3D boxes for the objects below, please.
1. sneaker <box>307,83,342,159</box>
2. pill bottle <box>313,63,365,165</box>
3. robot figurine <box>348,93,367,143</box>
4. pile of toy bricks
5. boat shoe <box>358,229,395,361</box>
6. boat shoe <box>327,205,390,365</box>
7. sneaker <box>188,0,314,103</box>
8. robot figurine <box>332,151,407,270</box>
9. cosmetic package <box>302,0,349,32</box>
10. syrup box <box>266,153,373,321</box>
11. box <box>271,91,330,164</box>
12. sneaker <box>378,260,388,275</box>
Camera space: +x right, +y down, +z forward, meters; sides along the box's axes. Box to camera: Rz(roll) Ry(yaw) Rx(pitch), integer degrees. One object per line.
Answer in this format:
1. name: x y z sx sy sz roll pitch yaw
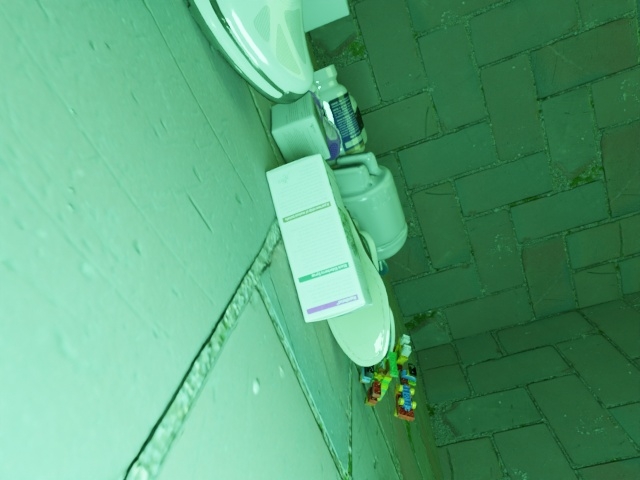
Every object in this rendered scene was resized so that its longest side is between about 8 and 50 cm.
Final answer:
1. sneaker: -0.015 -0.295 1.114 0.236 0.095 0.105 56 26 -44
2. pill bottle: 0.025 -0.370 1.245 0.153 0.153 0.265 -84 155 -66
3. robot figurine: 0.085 -0.456 1.680 0.209 0.173 0.278 33 -22 44
4. pile of toy bricks: 0.133 0.294 0.879 0.212 0.118 0.105 -78 -172 -59
5. boat shoe: 0.091 0.139 0.991 0.099 0.116 0.320 -11 91 -37
6. boat shoe: 0.057 0.074 0.787 0.097 0.116 0.325 45 23 -63
7. sneaker: -0.055 -0.406 0.497 0.448 0.257 0.169 64 31 -26
8. robot figurine: 0.139 -0.081 1.231 0.300 0.199 0.354 -57 135 -40
9. cosmetic package: -0.079 -0.812 1.230 0.161 0.230 0.454 59 17 -54
10. syrup box: 0.000 0.000 0.643 0.093 0.096 0.237 29 44 -73
11. box: -0.039 -0.213 0.819 0.101 0.087 0.102 -97 166 -45
12. sneaker: 0.228 0.078 1.762 0.229 0.087 0.092 63 12 -50
